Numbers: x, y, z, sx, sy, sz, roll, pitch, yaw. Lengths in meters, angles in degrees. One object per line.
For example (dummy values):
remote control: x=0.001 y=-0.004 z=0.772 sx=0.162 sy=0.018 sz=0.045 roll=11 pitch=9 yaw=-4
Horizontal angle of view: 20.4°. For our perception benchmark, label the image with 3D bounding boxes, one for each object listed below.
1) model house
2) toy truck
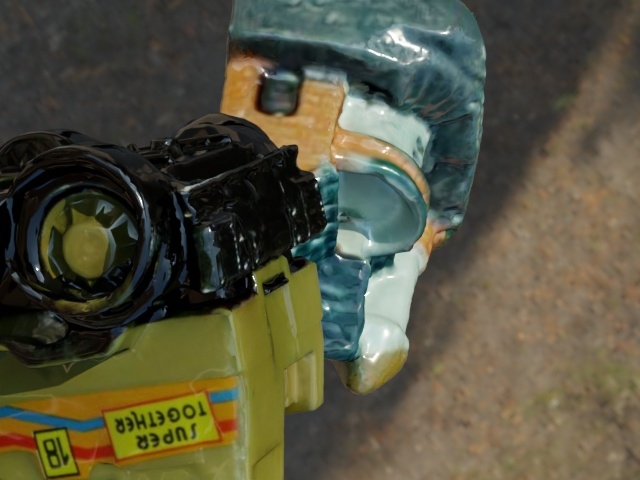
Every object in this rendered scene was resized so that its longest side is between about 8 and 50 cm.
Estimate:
model house: x=0.000 y=0.000 z=1.190 sx=0.185 sy=0.291 sz=0.253 roll=12 pitch=143 yaw=4
toy truck: x=-0.129 y=0.033 z=0.565 sx=0.127 sy=0.257 sz=0.127 roll=-31 pitch=115 yaw=-69
